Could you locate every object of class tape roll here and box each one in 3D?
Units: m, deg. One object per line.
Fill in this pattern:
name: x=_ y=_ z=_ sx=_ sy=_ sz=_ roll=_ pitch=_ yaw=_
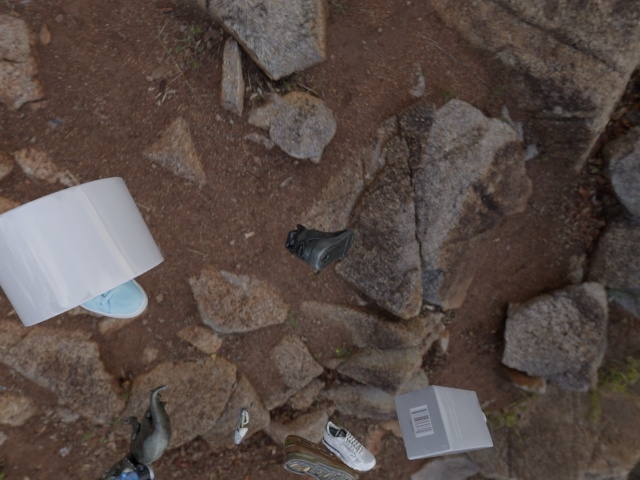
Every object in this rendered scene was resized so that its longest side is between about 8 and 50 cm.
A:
tape roll: x=-0.423 y=0.015 z=0.751 sx=0.246 sy=0.246 sz=0.169 roll=-24 pitch=100 yaw=4

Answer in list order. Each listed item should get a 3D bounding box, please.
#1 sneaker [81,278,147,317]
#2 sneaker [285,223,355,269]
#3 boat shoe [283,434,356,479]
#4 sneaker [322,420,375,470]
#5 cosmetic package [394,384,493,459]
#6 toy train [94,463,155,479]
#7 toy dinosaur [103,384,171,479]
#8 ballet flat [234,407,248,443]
sneaker: x=-0.633 y=0.093 z=1.135 sx=0.365 sy=0.150 sz=0.135 roll=29 pitch=72 yaw=-9
sneaker: x=0.000 y=0.000 z=1.080 sx=0.130 sy=0.227 sz=0.087 roll=26 pitch=115 yaw=23
boat shoe: x=0.005 y=0.752 z=1.487 sx=0.110 sy=0.104 sz=0.307 roll=-40 pitch=119 yaw=21
sneaker: x=0.110 y=0.803 z=1.695 sx=0.235 sy=0.090 sz=0.095 roll=21 pitch=117 yaw=25
cosmetic package: x=0.270 y=0.391 z=0.933 sx=0.107 sy=0.127 sz=0.238 roll=-28 pitch=144 yaw=26
toy train: x=-0.437 y=0.558 z=0.934 sx=0.184 sy=0.080 sz=0.105 roll=-5 pitch=96 yaw=-46
toy dinosaur: x=-0.413 y=0.478 z=1.066 sx=0.121 sy=0.160 sz=0.313 roll=25 pitch=115 yaw=-38
ballet flat: x=-0.262 y=0.621 z=1.457 sx=0.041 sy=0.114 sz=0.041 roll=3 pitch=151 yaw=1
